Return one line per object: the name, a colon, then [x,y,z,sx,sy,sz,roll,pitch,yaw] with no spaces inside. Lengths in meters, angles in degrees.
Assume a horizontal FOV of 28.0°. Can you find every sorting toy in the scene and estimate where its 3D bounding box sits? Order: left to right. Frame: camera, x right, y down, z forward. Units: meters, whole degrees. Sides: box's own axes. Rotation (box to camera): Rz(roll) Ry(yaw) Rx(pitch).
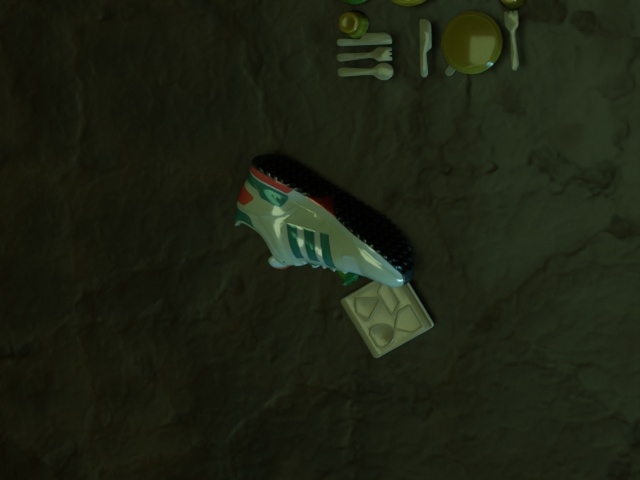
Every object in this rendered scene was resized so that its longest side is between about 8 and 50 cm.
sorting toy: [0.048,0.047,1.050,0.062,0.012,0.083,-31,91,21]

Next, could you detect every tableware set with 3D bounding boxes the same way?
tableware set: [0.083,-0.178,0.999,0.154,0.024,0.104,-1,95,19]

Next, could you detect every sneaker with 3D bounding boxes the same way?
sneaker: [0.000,0.000,1.040,0.161,0.057,0.075,34,119,10]
